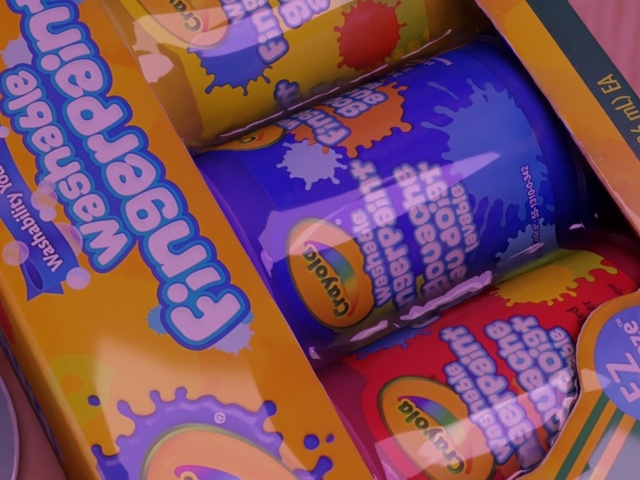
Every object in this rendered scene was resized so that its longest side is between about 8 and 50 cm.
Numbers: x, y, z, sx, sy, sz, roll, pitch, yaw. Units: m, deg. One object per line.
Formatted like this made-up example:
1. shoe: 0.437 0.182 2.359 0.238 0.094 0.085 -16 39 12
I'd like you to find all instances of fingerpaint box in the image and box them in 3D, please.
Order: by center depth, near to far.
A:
1. fingerpaint box: 0.000 0.000 0.838 0.371 0.163 0.444 -24 68 -17

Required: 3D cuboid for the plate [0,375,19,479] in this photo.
1. plate: -0.263 0.125 0.824 0.188 0.024 0.188 3 62 -5
